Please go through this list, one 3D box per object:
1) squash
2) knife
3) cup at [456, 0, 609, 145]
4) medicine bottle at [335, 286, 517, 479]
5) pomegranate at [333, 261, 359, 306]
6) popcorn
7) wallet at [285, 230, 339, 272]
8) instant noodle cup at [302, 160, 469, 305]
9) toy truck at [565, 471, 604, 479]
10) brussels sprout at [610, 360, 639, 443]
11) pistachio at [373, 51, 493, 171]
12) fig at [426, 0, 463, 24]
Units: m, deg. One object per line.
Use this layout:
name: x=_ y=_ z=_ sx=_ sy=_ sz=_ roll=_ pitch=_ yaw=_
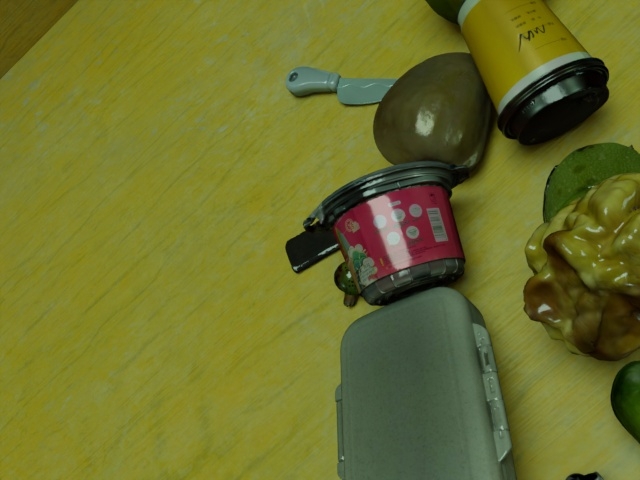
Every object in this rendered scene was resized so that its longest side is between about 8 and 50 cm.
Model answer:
squash: x=0.454 y=-0.096 z=1.007 sx=0.192 sy=0.085 sz=0.184 roll=-10 pitch=63 yaw=24
knife: x=0.059 y=-0.343 z=1.393 sx=0.331 sy=0.044 sz=0.080 roll=14 pitch=74 yaw=31
cup: x=0.357 y=-0.315 z=1.077 sx=0.196 sy=0.196 sz=0.279 roll=-30 pitch=69 yaw=14
medicine bottle: x=0.151 y=0.266 z=0.943 sx=0.282 sy=0.123 sz=0.375 roll=-25 pitch=47 yaw=28
pomegranate: x=0.055 y=0.077 z=1.165 sx=0.084 sy=0.073 sz=0.073 roll=-53 pitch=50 yaw=20
popcorn: x=0.437 y=0.018 z=0.860 sx=0.332 sy=0.265 sz=0.225 roll=-21 pitch=51 yaw=-2
wallet: x=0.000 y=0.000 z=1.263 sx=0.157 sy=0.018 sz=0.082 roll=-31 pitch=55 yaw=13
instant noodle cup: x=0.136 y=0.003 z=1.059 sx=0.302 sy=0.258 sz=0.181 roll=-23 pitch=71 yaw=18
toy truck: x=0.303 y=0.425 z=0.823 sx=0.253 sy=0.114 sz=0.124 roll=-42 pitch=66 yaw=5
brussels sprout: x=0.458 y=0.224 z=0.812 sx=0.155 sy=0.155 sz=0.117 roll=31 pitch=83 yaw=37
pistachio: x=0.217 y=-0.246 z=1.174 sx=0.213 sy=0.163 sz=0.260 roll=17 pitch=71 yaw=1
fig: x=0.285 y=-0.580 z=1.206 sx=0.258 sy=0.326 sz=0.258 roll=-45 pitch=24 yaw=26
